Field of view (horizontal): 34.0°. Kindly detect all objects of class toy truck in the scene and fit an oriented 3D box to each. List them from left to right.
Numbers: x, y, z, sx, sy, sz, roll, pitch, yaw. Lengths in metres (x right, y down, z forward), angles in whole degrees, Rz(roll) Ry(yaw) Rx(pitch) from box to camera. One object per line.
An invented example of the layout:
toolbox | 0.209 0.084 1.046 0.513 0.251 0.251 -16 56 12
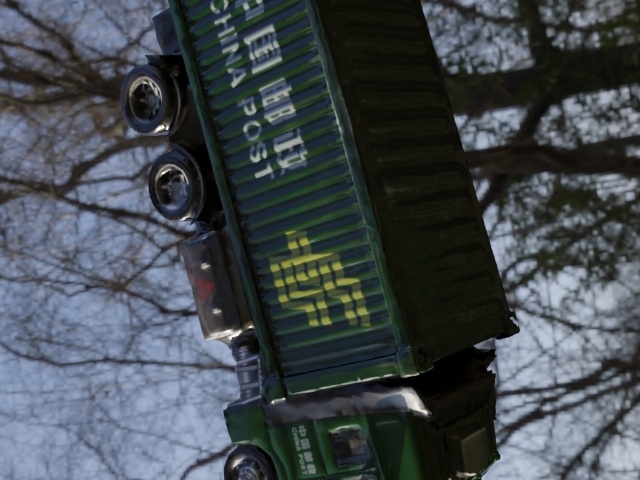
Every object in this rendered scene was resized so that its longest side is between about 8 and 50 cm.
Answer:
toy truck | 0.000 0.000 0.447 0.088 0.121 0.259 -12 -94 -53
